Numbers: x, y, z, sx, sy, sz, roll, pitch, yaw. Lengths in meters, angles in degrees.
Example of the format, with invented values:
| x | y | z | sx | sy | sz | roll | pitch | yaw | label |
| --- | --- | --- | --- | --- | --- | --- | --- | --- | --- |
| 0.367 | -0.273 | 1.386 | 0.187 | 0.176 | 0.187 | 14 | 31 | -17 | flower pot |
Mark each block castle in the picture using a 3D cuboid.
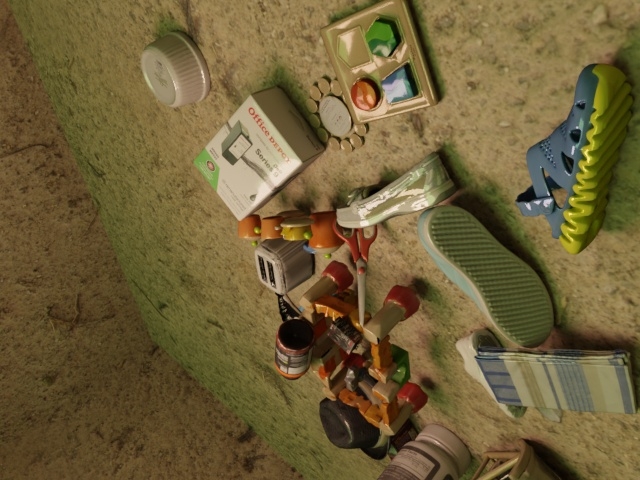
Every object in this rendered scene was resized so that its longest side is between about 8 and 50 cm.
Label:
| x | y | z | sx | sy | sz | roll | pitch | yaw | label |
| --- | --- | --- | --- | --- | --- | --- | --- | --- | --- |
| 0.135 | 0.290 | 1.455 | 0.302 | 0.212 | 0.454 | 20 | 136 | 38 | block castle |

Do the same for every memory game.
| x | y | z | sx | sy | sz | roll | pitch | yaw | label |
| --- | --- | --- | --- | --- | --- | --- | --- | --- | --- |
| 0.036 | -0.287 | 1.205 | 0.186 | 0.012 | 0.186 | 32 | 143 | 29 | memory game |

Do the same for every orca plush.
| x | y | z | sx | sy | sz | roll | pitch | yaw | label |
| --- | --- | --- | --- | --- | --- | --- | --- | --- | --- |
| -0.094 | 0.309 | 1.857 | 0.151 | 0.102 | 0.287 | -12 | 111 | 55 | orca plush |

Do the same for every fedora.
| x | y | z | sx | sy | sz | roll | pitch | yaw | label |
| --- | --- | --- | --- | --- | --- | --- | --- | --- | --- |
| 0.096 | 0.590 | 1.744 | 0.334 | 0.152 | 0.334 | 20 | 113 | 61 | fedora |

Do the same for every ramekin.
| x | y | z | sx | sy | sz | roll | pitch | yaw | label |
| --- | --- | --- | --- | --- | --- | --- | --- | --- | --- |
| -0.427 | -0.487 | 1.507 | 0.207 | 0.109 | 0.207 | 33 | 143 | 29 | ramekin |

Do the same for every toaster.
| x | y | z | sx | sy | sz | roll | pitch | yaw | label |
| --- | --- | --- | --- | --- | --- | --- | --- | --- | --- |
| -0.111 | 0.057 | 1.597 | 0.129 | 0.146 | 0.227 | 29 | 141 | 31 | toaster |

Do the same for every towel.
| x | y | z | sx | sy | sz | roll | pitch | yaw | label |
| --- | --- | --- | --- | --- | --- | --- | --- | --- | --- |
| 0.482 | 0.285 | 1.066 | 0.284 | 0.034 | 0.209 | -7 | 132 | 33 | towel |

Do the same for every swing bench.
| x | y | z | sx | sy | sz | roll | pitch | yaw | label |
| --- | --- | --- | --- | --- | --- | --- | --- | --- | --- |
| 0.550 | 0.671 | 1.345 | 0.253 | 0.165 | 0.255 | 46 | 142 | 11 | swing bench |

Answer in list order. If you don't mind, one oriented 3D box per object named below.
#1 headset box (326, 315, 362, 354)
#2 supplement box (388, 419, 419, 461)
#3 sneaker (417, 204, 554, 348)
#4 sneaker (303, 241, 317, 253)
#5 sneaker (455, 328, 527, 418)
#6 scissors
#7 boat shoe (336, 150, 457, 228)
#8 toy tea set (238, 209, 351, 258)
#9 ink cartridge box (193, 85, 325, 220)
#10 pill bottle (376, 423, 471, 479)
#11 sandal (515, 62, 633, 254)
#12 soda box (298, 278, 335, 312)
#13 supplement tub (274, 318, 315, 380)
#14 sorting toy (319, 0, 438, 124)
| x | y | z | sx | sy | sz | roll | pitch | yaw | label |
| --- | --- | --- | --- | --- | --- | --- | --- | --- | --- |
| 0.061 | 0.234 | 1.267 | 0.083 | 0.032 | 0.062 | 41 | 145 | 17 | headset box |
| 0.288 | 0.705 | 1.755 | 0.080 | 0.104 | 0.188 | -13 | 110 | 57 | supplement box |
| 0.340 | 0.063 | 1.088 | 0.366 | 0.135 | 0.150 | 51 | -179 | -8 | sneaker |
| 0.000 | 0.000 | 1.492 | 0.144 | 0.053 | 0.059 | -11 | 112 | 46 | sneaker |
| 0.413 | 0.322 | 1.262 | 0.232 | 0.090 | 0.115 | 61 | 155 | 4 | sneaker |
| 0.108 | 0.054 | 1.263 | 0.021 | 0.108 | 0.297 | 64 | -169 | -71 | scissors |
| 0.149 | -0.104 | 1.151 | 0.320 | 0.118 | 0.103 | -14 | 104 | 51 | boat shoe |
| -0.083 | -0.010 | 1.408 | 0.336 | 0.199 | 0.125 | 6 | 105 | 50 | toy tea set |
| -0.163 | -0.221 | 1.341 | 0.289 | 0.121 | 0.211 | -37 | 92 | 39 | ink cartridge box |
| 0.284 | 0.739 | 1.552 | 0.204 | 0.361 | 0.204 | 32 | 142 | 29 | pill bottle |
| 0.387 | -0.123 | 0.824 | 0.138 | 0.126 | 0.318 | 31 | 141 | 37 | sandal |
| 0.001 | 0.181 | 1.643 | 0.067 | 0.071 | 0.210 | 46 | 147 | 9 | soda box |
| -0.074 | 0.308 | 1.430 | 0.106 | 0.106 | 0.198 | 37 | 144 | 23 | supplement tub |
| 0.088 | -0.383 | 1.008 | 0.229 | 0.041 | 0.307 | -1 | 120 | 47 | sorting toy |
